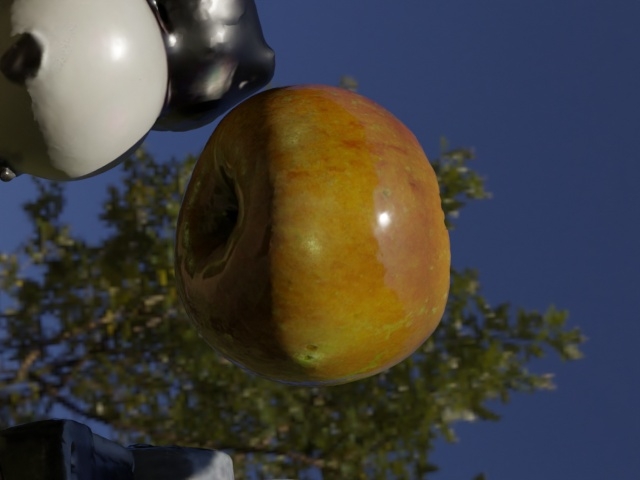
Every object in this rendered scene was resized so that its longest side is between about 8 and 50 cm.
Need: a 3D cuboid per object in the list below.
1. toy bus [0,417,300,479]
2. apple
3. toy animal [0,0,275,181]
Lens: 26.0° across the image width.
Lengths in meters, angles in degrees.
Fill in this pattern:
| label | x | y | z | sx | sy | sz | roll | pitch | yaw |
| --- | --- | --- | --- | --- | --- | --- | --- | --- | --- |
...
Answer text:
| label | x | y | z | sx | sy | sz | roll | pitch | yaw |
| --- | --- | --- | --- | --- | --- | --- | --- | --- | --- |
| toy bus | -0.140 | 0.223 | 0.680 | 0.249 | 0.440 | 0.209 | -9 | -106 | 7 |
| apple | 0.000 | 0.000 | 1.090 | 0.237 | 0.208 | 0.236 | -23 | -117 | 53 |
| toy animal | -0.172 | -0.147 | 1.091 | 0.165 | 0.235 | 0.187 | 41 | -41 | 24 |
